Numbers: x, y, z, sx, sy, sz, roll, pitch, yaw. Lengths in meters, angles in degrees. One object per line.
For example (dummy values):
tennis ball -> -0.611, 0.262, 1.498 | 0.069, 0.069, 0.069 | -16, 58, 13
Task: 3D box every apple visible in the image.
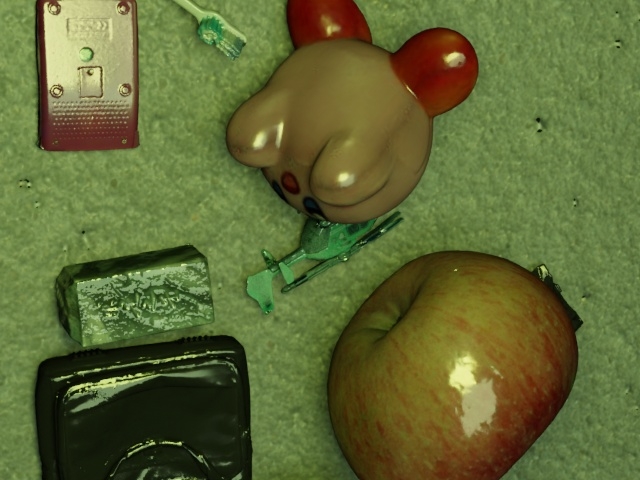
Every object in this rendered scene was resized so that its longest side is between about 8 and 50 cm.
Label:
apple -> 0.156, 0.168, 1.959 | 0.345, 0.345, 0.269 | -45, 89, -5

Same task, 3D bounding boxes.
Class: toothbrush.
toothbrush -> -0.257, -0.343, 1.809 | 0.418, 0.040, 0.042 | 35, 128, -18

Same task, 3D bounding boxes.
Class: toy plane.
toy plane -> 0.000, 0.000, 1.998 | 0.235, 0.060, 0.096 | -32, 124, -14

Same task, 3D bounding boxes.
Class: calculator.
calculator -> -0.280, -0.202, 1.860 | 0.127, 0.034, 0.190 | -3, 103, -17

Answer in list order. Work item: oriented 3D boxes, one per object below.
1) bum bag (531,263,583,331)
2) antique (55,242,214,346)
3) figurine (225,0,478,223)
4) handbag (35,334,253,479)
bum bag -> 0.320, 0.091, 2.142 | 0.058, 0.034, 0.124 | -42, 113, -16
antique -> -0.232, 0.068, 1.911 | 0.183, 0.086, 0.088 | -10, 105, -17
figurine -> 0.040, -0.140, 1.892 | 0.261, 0.270, 0.211 | -58, 153, -16
handbag -> -0.218, 0.249, 1.965 | 0.275, 0.088, 0.244 | -8, 109, -19
